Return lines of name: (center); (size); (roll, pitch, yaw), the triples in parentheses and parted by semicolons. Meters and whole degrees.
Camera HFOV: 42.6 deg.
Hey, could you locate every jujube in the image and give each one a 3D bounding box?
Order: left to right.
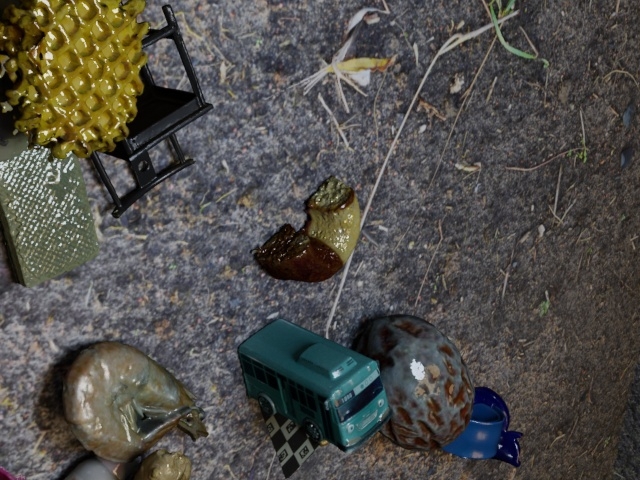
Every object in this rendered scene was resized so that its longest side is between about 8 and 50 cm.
jujube: (0.190, 0.282, 1.645); (0.215, 0.247, 0.308); (-20, 147, 9)

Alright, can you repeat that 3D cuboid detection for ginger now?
ginger: (-0.276, 0.416, 1.275); (0.334, 0.081, 0.148); (-58, 178, 25)

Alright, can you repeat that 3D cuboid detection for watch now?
watch: (0.359, 0.443, 1.936); (0.200, 0.196, 0.171); (-1, 98, -54)

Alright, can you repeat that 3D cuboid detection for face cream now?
face cream: (-0.376, 0.408, 1.214); (0.269, 0.082, 0.082); (-46, 134, -23)

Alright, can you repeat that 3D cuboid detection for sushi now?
sushi: (-0.011, 0.347, 1.601); (0.192, 0.050, 0.215); (-39, 131, -29)

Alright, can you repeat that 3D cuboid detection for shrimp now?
shrimp: (-0.272, 0.265, 1.248); (0.317, 0.077, 0.168); (45, 51, -44)

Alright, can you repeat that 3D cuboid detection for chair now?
chair: (-0.239, -0.162, 1.083); (0.154, 0.141, 0.260); (-39, 128, -29)

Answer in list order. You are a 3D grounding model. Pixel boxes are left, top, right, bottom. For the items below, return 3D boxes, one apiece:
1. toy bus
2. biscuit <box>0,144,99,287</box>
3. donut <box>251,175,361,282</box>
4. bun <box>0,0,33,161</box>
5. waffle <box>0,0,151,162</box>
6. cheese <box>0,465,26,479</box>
toy bus: (-0.013, 0.240, 1.401); (0.128, 0.256, 0.147); (-33, 125, -34)
biscuit: (-0.361, -0.046, 1.071); (0.121, 0.040, 0.200); (-30, 125, -38)
donut: (0.000, -0.002, 1.441); (0.217, 0.085, 0.141); (-51, 136, -22)
bun: (-0.406, -0.186, 0.872); (0.272, 0.168, 0.273); (-26, 131, -34)
waffle: (-0.264, -0.185, 0.870); (0.197, 0.070, 0.193); (-28, 124, -56)
cheese: (-0.504, 0.374, 1.078); (0.244, 0.062, 0.155); (-15, 116, -41)
